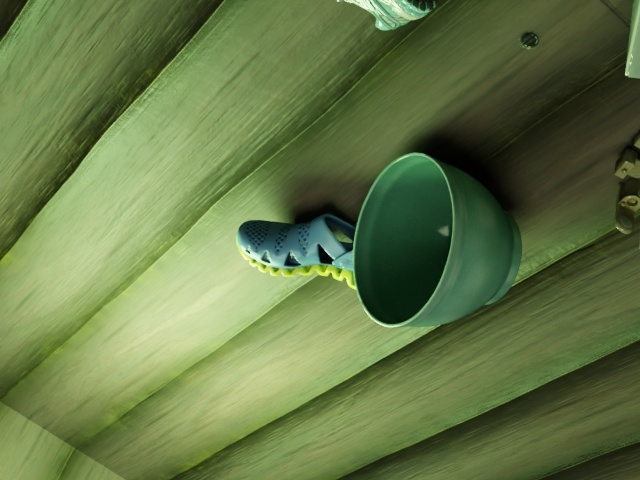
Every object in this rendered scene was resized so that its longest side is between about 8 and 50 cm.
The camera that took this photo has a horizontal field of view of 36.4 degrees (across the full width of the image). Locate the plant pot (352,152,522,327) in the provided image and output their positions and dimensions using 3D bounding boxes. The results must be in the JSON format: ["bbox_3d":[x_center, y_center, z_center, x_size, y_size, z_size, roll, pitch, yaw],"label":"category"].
[{"bbox_3d":[0.215,0.013,1.654,0.196,0.293,0.293,11,143,-28],"label":"plant pot"}]

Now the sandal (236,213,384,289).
[{"bbox_3d":[0.000,0.000,1.822,0.318,0.126,0.138,8,133,2],"label":"sandal"}]

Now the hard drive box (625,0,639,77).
[{"bbox_3d":[0.456,-0.348,1.237,0.089,0.181,0.232,9,136,13],"label":"hard drive box"}]

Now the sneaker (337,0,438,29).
[{"bbox_3d":[0.032,-0.406,1.403,0.283,0.110,0.122,41,145,-14],"label":"sneaker"}]

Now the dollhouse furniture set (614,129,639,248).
[{"bbox_3d":[0.533,-0.078,1.521,0.144,0.123,0.151,26,137,-6],"label":"dollhouse furniture set"}]
